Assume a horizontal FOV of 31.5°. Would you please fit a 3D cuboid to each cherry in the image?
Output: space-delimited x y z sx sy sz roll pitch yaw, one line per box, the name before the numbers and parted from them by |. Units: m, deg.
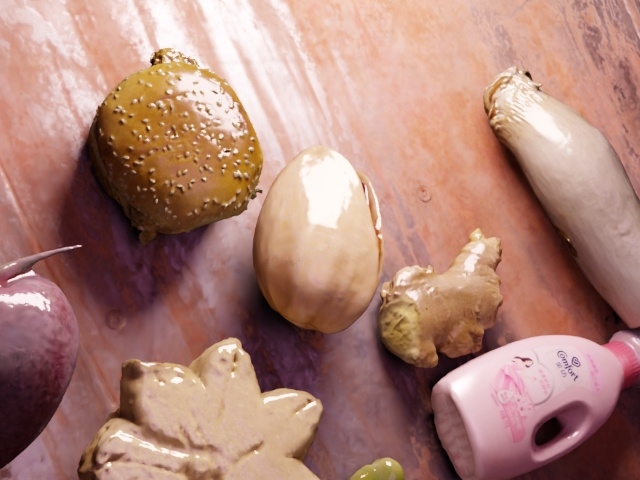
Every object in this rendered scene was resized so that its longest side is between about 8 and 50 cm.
cherry | -0.350 0.112 1.114 0.213 0.183 0.266 15 85 -8

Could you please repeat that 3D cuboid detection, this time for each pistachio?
pistachio | 0.000 0.000 1.329 0.157 0.157 0.230 15 63 -23

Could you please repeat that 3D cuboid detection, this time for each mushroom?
mushroom | 0.358 -0.061 1.525 0.126 0.177 0.397 -34 99 11

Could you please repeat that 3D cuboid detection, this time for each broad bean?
broad bean | 0.065 0.299 1.357 0.083 0.045 0.063 -42 97 -20

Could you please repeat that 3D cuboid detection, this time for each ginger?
ginger | 0.169 0.079 1.443 0.213 0.074 0.138 -26 90 -34

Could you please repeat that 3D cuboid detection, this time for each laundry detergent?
laundry detergent | 0.304 0.198 1.471 0.335 0.088 0.159 -16 87 -28

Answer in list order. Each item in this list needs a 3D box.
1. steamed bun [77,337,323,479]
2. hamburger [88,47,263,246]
steamed bun | -0.127 0.253 1.223 0.292 0.137 0.295 -41 92 -26
hamburger | -0.165 -0.115 1.292 0.189 0.122 0.215 -20 86 -26
